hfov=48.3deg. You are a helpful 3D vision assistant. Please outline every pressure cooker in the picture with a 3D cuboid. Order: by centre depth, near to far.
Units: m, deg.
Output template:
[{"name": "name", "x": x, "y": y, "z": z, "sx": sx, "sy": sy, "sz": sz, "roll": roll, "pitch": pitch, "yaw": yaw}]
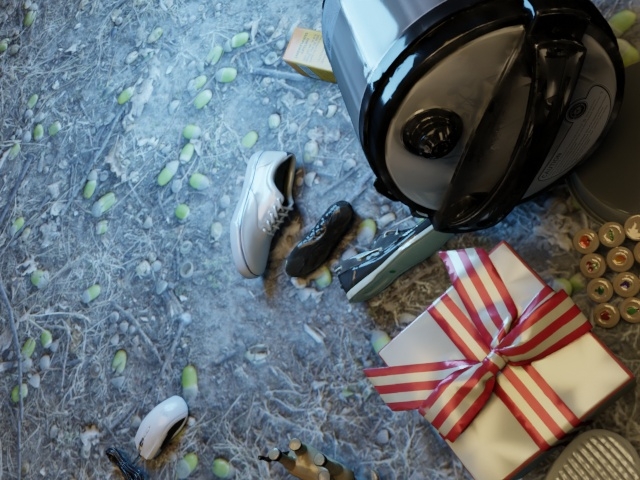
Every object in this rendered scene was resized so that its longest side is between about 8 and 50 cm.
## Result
[{"name": "pressure cooker", "x": 0.207, "y": -0.232, "z": 1.016, "sx": 0.376, "sy": 0.370, "sz": 0.420, "roll": -29, "pitch": 47, "yaw": 15}]

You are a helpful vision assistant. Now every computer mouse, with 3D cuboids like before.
[{"name": "computer mouse", "x": -0.327, "y": 0.372, "z": 1.354, "sx": 0.193, "sy": 0.042, "sz": 0.106, "roll": -52, "pitch": 55, "yaw": 6}]

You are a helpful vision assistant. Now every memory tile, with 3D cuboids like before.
[{"name": "memory tile", "x": 0.427, "y": 0.044, "z": 1.007, "sx": 0.113, "sy": 0.012, "sz": 0.148, "roll": -17, "pitch": 83, "yaw": 33}]

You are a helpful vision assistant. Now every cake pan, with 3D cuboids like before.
[{"name": "cake pan", "x": 0.498, "y": -0.143, "z": 1.037, "sx": 0.293, "sy": 0.054, "sz": 0.293, "roll": -10, "pitch": 69, "yaw": 27}]

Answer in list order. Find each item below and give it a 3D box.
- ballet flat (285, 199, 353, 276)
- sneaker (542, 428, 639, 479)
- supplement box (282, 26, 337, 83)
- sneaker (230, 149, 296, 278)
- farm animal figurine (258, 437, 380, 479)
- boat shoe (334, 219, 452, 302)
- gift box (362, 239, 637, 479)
[{"name": "ballet flat", "x": 0.000, "y": 0.000, "z": 1.294, "sx": 0.057, "sy": 0.049, "sz": 0.173, "roll": 40, "pitch": 99, "yaw": -9}, {"name": "sneaker", "x": 0.303, "y": 0.420, "z": 0.910, "sx": 0.135, "sy": 0.150, "sz": 0.365, "roll": 23, "pitch": 71, "yaw": 9}, {"name": "supplement box", "x": 0.045, "y": -0.341, "z": 1.355, "sx": 0.233, "sy": 0.080, "sz": 0.078, "roll": 22, "pitch": 88, "yaw": 32}, {"name": "sneaker", "x": -0.102, "y": -0.056, "z": 1.334, "sx": 0.091, "sy": 0.094, "sz": 0.258, "roll": -5, "pitch": 71, "yaw": 34}, {"name": "farm animal figurine", "x": 0.077, "y": 0.441, "z": 1.031, "sx": 0.327, "sy": 0.172, "sz": 0.330, "roll": -15, "pitch": 58, "yaw": 14}, {"name": "boat shoe", "x": 0.124, "y": 0.011, "z": 1.186, "sx": 0.233, "sy": 0.084, "sz": 0.079, "roll": -37, "pitch": 60, "yaw": 19}, {"name": "gift box", "x": 0.232, "y": 0.163, "z": 0.953, "sx": 0.255, "sy": 0.258, "sz": 0.276, "roll": -48, "pitch": 64, "yaw": 8}]
